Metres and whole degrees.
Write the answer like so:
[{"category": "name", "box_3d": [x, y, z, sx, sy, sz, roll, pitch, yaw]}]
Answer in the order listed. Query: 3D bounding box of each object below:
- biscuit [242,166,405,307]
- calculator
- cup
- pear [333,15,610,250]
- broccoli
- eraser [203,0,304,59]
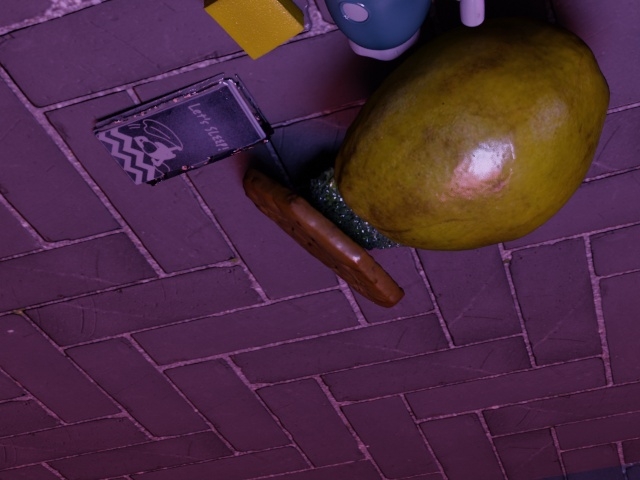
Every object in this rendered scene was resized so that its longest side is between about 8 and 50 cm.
[{"category": "biscuit", "box_3d": [0.000, 0.001, 1.679, 0.046, 0.359, 0.359, -50, 134, -4]}, {"category": "calculator", "box_3d": [-0.230, -0.181, 1.631, 0.274, 0.028, 0.166, -18, 137, 15]}, {"category": "cup", "box_3d": [0.081, -0.344, 1.338, 0.299, 0.168, 0.173, 17, 156, 18]}, {"category": "pear", "box_3d": [0.227, -0.151, 1.438, 0.413, 0.352, 0.352, -31, 136, 14]}, {"category": "broccoli", "box_3d": [0.103, -0.067, 1.687, 0.226, 0.176, 0.198, -20, -174, -9]}, {"category": "eraser", "box_3d": [-0.097, -0.335, 1.423, 0.097, 0.045, 0.122, -26, 136, 26]}]
